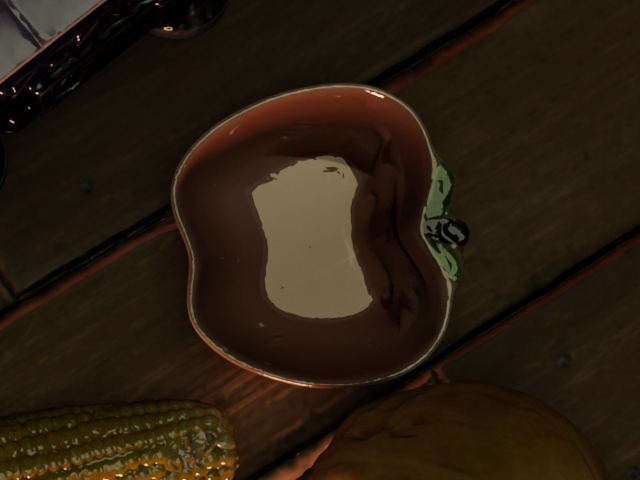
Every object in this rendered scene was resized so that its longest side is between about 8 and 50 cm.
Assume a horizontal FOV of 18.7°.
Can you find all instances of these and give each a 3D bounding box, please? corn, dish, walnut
[{"bbox_3d":[-0.215,0.161,1.313,0.319,0.097,0.097,-9,88,-8],"label":"corn"},{"bbox_3d":[0.000,0.000,1.345,0.213,0.090,0.213,0,87,-3],"label":"dish"},{"bbox_3d":[0.087,0.190,1.287,0.195,0.221,0.195,5,83,-47],"label":"walnut"}]

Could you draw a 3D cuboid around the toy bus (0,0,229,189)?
[{"bbox_3d":[-0.241,-0.176,1.268,0.440,0.209,0.249,-39,90,-7],"label":"toy bus"}]
